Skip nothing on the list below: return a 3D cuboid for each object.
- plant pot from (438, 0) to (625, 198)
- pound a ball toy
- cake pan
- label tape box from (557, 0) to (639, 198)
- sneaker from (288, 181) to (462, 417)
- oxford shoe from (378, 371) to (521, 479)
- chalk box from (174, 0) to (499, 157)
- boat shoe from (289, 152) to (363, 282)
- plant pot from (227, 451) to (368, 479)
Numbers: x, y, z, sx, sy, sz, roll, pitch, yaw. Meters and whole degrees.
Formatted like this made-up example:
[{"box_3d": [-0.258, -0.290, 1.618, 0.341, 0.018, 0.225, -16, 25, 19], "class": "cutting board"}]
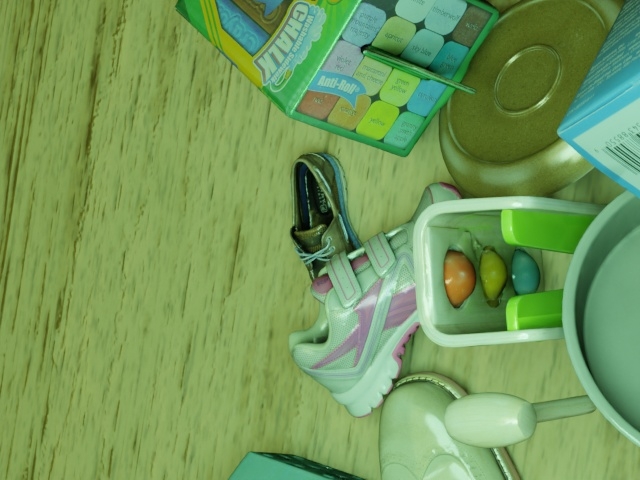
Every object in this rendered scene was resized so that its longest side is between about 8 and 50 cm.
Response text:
[{"box_3d": [0.202, -0.146, 1.734, 0.236, 0.032, 0.236, -24, 49, 30], "class": "plant pot"}, {"box_3d": [0.173, 0.069, 1.646, 0.136, 0.319, 0.208, -5, 88, 28], "class": "pound a ball toy"}, {"box_3d": [0.353, 0.071, 1.567, 0.293, 0.054, 0.293, -2, 65, 4], "class": "cake pan"}, {"box_3d": [0.366, -0.227, 1.553, 0.115, 0.347, 0.249, 38, 150, -10], "class": "label tape box"}, {"box_3d": [0.054, 0.048, 1.805, 0.111, 0.103, 0.252, 27, 100, -15], "class": "sneaker"}, {"box_3d": [0.124, 0.320, 1.763, 0.140, 0.146, 0.397, -20, 79, 29], "class": "oxford shoe"}, {"box_3d": [0.031, -0.206, 1.760, 0.179, 0.180, 0.289, -57, 46, 15], "class": "chalk box"}, {"box_3d": [0.000, 0.000, 1.880, 0.066, 0.066, 0.183, -19, 80, 26], "class": "boat shoe"}, {"box_3d": [-0.040, 0.338, 1.847, 0.165, 0.166, 0.234, 15, 90, 27], "class": "plant pot"}]
